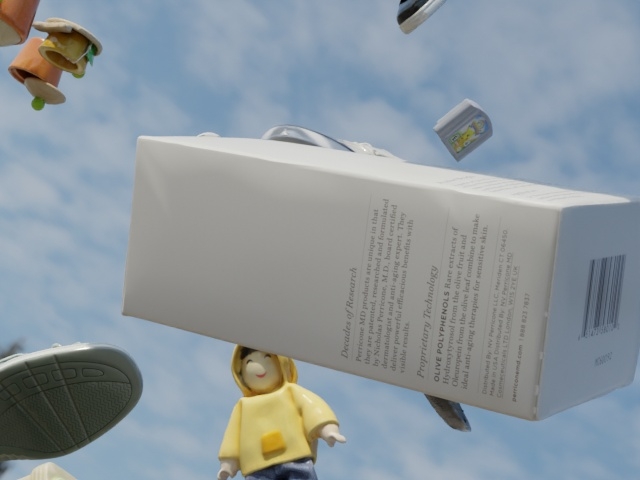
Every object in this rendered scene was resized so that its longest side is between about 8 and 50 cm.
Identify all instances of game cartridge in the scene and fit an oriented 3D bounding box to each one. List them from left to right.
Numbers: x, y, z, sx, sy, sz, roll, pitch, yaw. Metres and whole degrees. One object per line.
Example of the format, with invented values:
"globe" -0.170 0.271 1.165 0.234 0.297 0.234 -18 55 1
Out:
"game cartridge" 0.154 -0.118 1.416 0.017 0.056 0.083 51 5 28

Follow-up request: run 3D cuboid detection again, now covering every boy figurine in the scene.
"boy figurine" -0.052 0.248 1.682 0.177 0.285 0.092 -15 -25 22

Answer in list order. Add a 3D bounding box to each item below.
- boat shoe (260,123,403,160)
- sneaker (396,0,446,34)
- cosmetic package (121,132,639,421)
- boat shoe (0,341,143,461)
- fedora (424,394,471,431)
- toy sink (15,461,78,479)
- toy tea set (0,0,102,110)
"boat shoe" 0.049 -0.059 1.405 0.267 0.088 0.096 24 -49 -22
"sneaker" 0.119 -0.361 1.698 0.121 0.217 0.079 44 -41 -13
"cosmetic package" 0.048 0.012 1.029 0.365 0.197 0.155 10 -81 33
"boat shoe" -0.338 0.182 1.436 0.320 0.103 0.118 -25 -72 11
"fedora" 0.155 0.068 1.661 0.334 0.152 0.334 58 6 -9
"toy sink" -0.247 0.299 1.200 0.234 0.131 0.153 -22 -40 16
"toy tea set" -0.415 -0.263 1.769 0.200 0.124 0.336 14 -19 28
